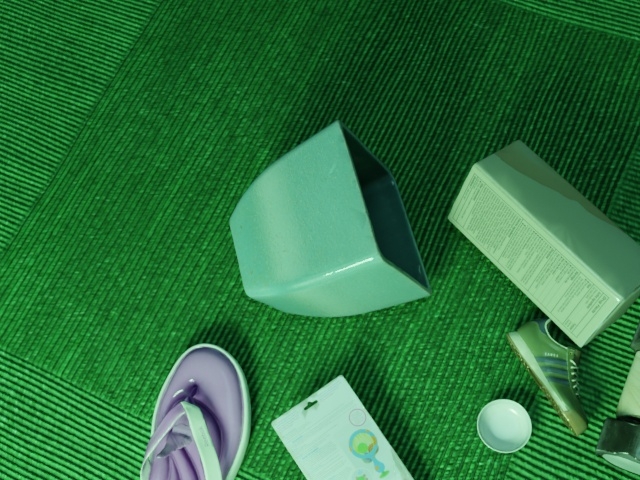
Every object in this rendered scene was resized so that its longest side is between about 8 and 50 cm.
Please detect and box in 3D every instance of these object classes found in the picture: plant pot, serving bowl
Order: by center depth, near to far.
[{"bbox_3d":[0.288,0.293,1.309,0.083,0.027,0.083,-3,67,8],"label":"serving bowl"},{"bbox_3d":[0.000,0.000,1.370,0.252,0.248,0.247,-24,65,18],"label":"plant pot"}]

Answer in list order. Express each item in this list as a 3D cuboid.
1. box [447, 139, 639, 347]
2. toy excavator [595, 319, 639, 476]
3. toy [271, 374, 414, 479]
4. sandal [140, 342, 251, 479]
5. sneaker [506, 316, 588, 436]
[{"bbox_3d":[0.368,0.001,1.341,0.121,0.148,0.311,-29,65,-31],"label":"box"},{"bbox_3d":[0.682,0.301,1.158,0.433,0.445,0.222,0,61,54],"label":"toy excavator"},{"bbox_3d":[0.045,0.350,1.309,0.137,0.056,0.237,-33,71,-10],"label":"toy"},{"bbox_3d":[-0.217,0.361,1.316,0.169,0.102,0.416,9,71,12],"label":"sandal"},{"bbox_3d":[0.379,0.203,1.312,0.086,0.064,0.192,-32,63,0],"label":"sneaker"}]
